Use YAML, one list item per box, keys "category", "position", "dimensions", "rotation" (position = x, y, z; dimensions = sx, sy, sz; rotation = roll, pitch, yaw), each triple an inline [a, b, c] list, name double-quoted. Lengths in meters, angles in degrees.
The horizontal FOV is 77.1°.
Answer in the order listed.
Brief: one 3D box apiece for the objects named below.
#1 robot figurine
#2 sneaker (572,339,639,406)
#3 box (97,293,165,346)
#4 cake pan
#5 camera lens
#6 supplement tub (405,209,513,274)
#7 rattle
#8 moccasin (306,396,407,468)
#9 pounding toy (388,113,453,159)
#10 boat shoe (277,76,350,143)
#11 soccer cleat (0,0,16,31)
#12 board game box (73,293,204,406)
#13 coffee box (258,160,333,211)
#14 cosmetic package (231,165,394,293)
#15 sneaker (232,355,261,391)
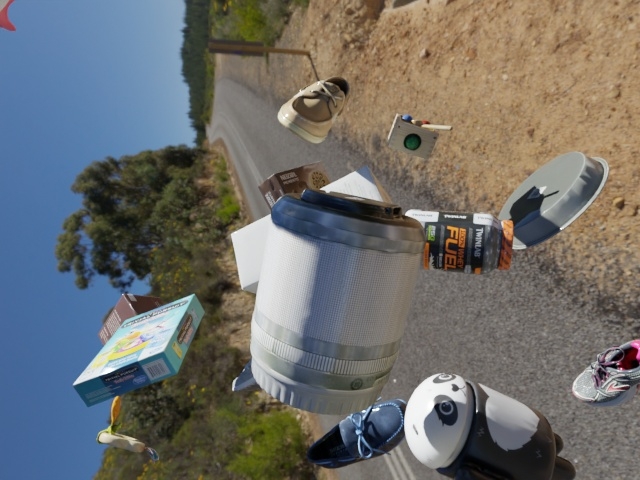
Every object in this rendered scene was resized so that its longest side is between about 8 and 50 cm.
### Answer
- category: "robot figurine"
  position: [0.290, 0.349, 0.713]
  dimensions: [0.209, 0.278, 0.173]
  rotation: [103, -169, -74]
- category: "sneaker"
  position: [0.734, 0.321, 1.003]
  dimensions: [0.299, 0.112, 0.120]
  rotation: [107, 170, -47]
- category: "box"
  position: [-0.696, 0.338, 1.531]
  dimensions: [0.168, 0.167, 0.203]
  rotation: [41, 100, 33]
- category: "cake pan"
  position: [0.564, -0.106, 1.009]
  dimensions: [0.293, 0.054, 0.293]
  rotation: [-51, 4, 5]
- category: "camera lens"
  position: [0.020, 0.072, 0.583]
  dimensions: [0.219, 0.219, 0.274]
  rotation: [-134, 54, -73]
- category: "supplement tub"
  position: [0.254, 0.003, 0.756]
  dimensions: [0.117, 0.190, 0.117]
  rotation: [4, -90, -70]
- category: "rattle"
  position: [-0.573, 0.593, 1.254]
  dimensions: [0.130, 0.200, 0.142]
  rotation: [81, -160, -43]
- category: "moccasin"
  position: [0.101, 0.551, 1.101]
  dimensions: [0.342, 0.117, 0.137]
  rotation: [-46, 48, 22]
- category: "pounding toy"
  position: [0.254, -0.279, 1.043]
  dimensions: [0.141, 0.130, 0.100]
  rotation: [-72, -1, -62]
- category: "boat shoe"
  position: [-0.005, -0.330, 0.961]
  dimensions: [0.110, 0.122, 0.341]
  rotation: [-52, 8, 31]
- category: "soccer cleat"
  position: [-0.445, -0.435, 0.596]
  dimensions: [0.248, 0.095, 0.083]
  rotation: [-49, 51, 7]
- category: "board game box"
  position: [-0.502, 0.299, 1.167]
  dimensions: [0.336, 0.254, 0.079]
  rotation: [-103, -8, -72]
- category: "coffee box"
  position: [-0.085, -0.204, 1.645]
  dimensions: [0.119, 0.297, 0.168]
  rotation: [-28, 89, 43]
- category: "cosmetic package"
  position: [0.000, 0.000, 0.948]
  dimensions: [0.197, 0.366, 0.155]
  rotation: [32, -144, -59]
- category: "sneaker"
  position: [-0.183, 0.392, 1.289]
  dimensions: [0.281, 0.105, 0.115]
  rotation: [-41, 53, 22]
